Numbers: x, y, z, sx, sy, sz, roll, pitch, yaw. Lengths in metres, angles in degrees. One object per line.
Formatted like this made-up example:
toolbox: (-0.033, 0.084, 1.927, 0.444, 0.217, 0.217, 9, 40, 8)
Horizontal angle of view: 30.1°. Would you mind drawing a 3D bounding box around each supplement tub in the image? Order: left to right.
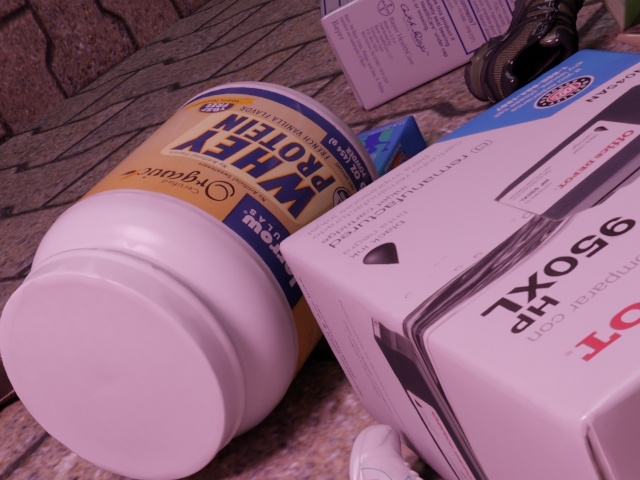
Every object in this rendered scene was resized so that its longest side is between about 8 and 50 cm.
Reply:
supplement tub: (-0.097, 0.026, 0.996, 0.228, 0.228, 0.316, -15, 23, 32)

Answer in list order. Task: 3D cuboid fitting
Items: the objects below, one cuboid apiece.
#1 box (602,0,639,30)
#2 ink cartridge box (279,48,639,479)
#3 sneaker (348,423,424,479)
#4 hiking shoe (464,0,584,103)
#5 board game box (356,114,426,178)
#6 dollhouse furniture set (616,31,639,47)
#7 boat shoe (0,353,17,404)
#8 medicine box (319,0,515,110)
box: (0.418, -0.375, 1.282, 0.232, 0.058, 0.322, -27, -25, 1)
ink cartridge box: (0.185, 0.030, 0.704, 0.285, 0.166, 0.395, -33, 20, -12)
sneaker: (0.048, 0.167, 0.727, 0.061, 0.053, 0.152, -14, 28, 12)
hiking shoe: (0.270, -0.244, 1.368, 0.226, 0.086, 0.114, -56, 37, 2)
board game box: (0.018, -0.056, 1.317, 0.160, 0.047, 0.210, -17, 22, 27)
dollhouse furniture set: (0.427, -0.293, 1.108, 0.135, 0.262, 0.259, 32, 30, 35)
boat shoe: (-0.375, 0.171, 1.261, 0.183, 0.066, 0.066, -31, 22, 21)
medicine box: (0.154, -0.339, 1.697, 0.289, 0.149, 0.263, -24, 20, 9)
